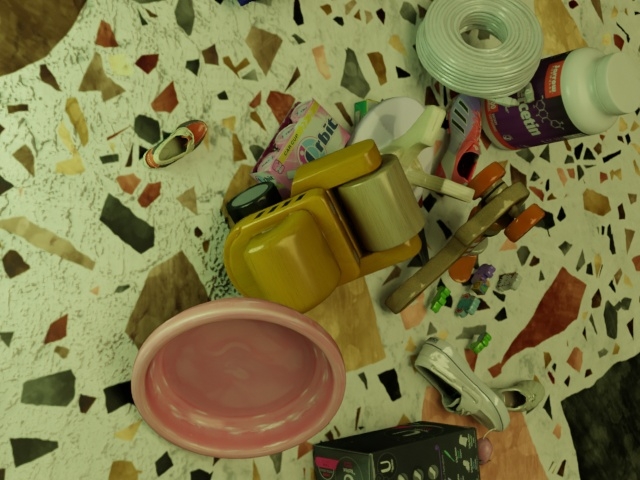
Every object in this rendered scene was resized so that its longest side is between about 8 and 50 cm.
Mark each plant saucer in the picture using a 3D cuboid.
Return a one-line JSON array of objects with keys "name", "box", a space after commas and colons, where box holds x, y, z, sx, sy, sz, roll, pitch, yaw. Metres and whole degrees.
[{"name": "plant saucer", "box": [-0.127, 0.208, 1.501, 0.332, 0.332, 0.084, 39, 26, -29]}]

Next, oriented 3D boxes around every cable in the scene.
[{"name": "cable", "box": [0.325, -0.406, 1.945, 0.257, 0.089, 0.257, 9, 61, 0]}]

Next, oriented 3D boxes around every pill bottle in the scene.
[{"name": "pill bottle", "box": [0.501, -0.299, 2.007, 0.182, 0.323, 0.181, 5, 82, -38]}]

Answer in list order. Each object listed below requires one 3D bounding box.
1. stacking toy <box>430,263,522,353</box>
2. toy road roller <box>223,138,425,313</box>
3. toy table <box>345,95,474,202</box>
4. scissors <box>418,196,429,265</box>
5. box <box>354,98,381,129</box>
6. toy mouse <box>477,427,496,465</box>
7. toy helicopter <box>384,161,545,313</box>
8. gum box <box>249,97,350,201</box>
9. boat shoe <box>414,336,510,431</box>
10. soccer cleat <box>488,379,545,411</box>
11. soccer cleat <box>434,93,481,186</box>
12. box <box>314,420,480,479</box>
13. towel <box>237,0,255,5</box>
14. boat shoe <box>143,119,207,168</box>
[{"name": "stacking toy", "box": [0.322, 0.105, 2.001, 0.167, 0.052, 0.221, 44, 62, -24]}, {"name": "toy road roller", "box": [0.000, 0.000, 1.567, 0.240, 0.330, 0.202, -82, 148, -67]}, {"name": "toy table", "box": [0.144, -0.133, 1.763, 0.252, 0.161, 0.274, 8, 95, -20]}, {"name": "scissors", "box": [0.181, -0.057, 1.900, 0.109, 0.021, 0.296, -9, 104, -38]}, {"name": "box", "box": [0.148, -0.214, 1.898, 0.179, 0.043, 0.105, 6, 81, -36]}, {"name": "toy mouse", "box": [0.302, 0.448, 1.924, 0.161, 0.031, 0.143, -29, 114, -9]}, {"name": "toy helicopter", "box": [0.265, 0.014, 1.865, 0.355, 0.235, 0.140, -42, 81, 0]}, {"name": "gum box", "box": [-0.033, -0.160, 1.733, 0.107, 0.062, 0.188, 44, 61, -26]}, {"name": "boat shoe", "box": [0.279, 0.310, 1.925, 0.258, 0.095, 0.084, 47, 63, -13]}, {"name": "soccer cleat", "box": [0.425, 0.337, 2.036, 0.196, 0.076, 0.068, 1, 85, -39]}, {"name": "soccer cleat", "box": [0.305, -0.207, 1.987, 0.083, 0.095, 0.247, 32, 67, -32]}, {"name": "box", "box": [0.144, 0.425, 1.747, 0.270, 0.165, 0.143, -3, 88, -39]}, {"name": "towel", "box": [-0.110, -0.586, 1.704, 0.228, 0.076, 0.308, -23, 95, -29]}, {"name": "boat shoe", "box": [-0.234, -0.162, 1.587, 0.137, 0.043, 0.049, -40, 107, -36]}]
